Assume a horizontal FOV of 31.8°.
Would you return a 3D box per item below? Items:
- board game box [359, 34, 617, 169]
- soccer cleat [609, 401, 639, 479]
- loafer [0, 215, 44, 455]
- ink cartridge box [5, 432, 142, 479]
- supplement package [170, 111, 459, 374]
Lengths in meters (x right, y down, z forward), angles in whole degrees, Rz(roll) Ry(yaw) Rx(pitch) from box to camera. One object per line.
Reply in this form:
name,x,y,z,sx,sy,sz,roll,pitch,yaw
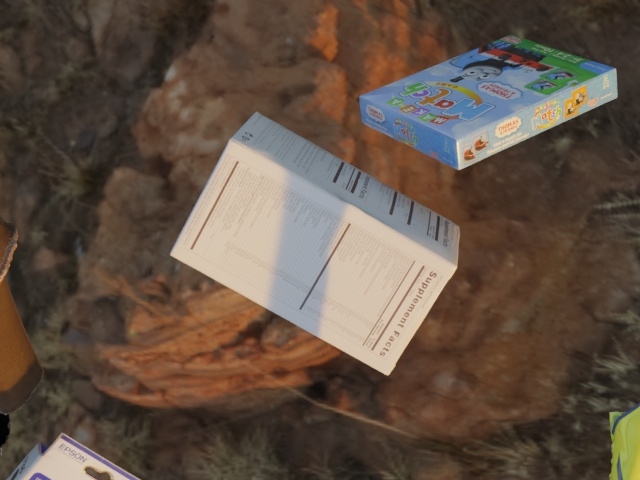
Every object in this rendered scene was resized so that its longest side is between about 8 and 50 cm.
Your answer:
board game box,0.172,-0.148,1.159,0.160,0.211,0.039,33,141,49
soccer cleat,0.392,0.269,1.369,0.121,0.093,0.289,35,115,30
loafer,-0.330,0.094,1.100,0.366,0.130,0.134,120,161,-49
ink cartridge box,-0.356,0.382,1.451,0.332,0.165,0.065,-47,18,17
supplement package,0.000,0.000,1.115,0.244,0.134,0.139,30,110,-2
